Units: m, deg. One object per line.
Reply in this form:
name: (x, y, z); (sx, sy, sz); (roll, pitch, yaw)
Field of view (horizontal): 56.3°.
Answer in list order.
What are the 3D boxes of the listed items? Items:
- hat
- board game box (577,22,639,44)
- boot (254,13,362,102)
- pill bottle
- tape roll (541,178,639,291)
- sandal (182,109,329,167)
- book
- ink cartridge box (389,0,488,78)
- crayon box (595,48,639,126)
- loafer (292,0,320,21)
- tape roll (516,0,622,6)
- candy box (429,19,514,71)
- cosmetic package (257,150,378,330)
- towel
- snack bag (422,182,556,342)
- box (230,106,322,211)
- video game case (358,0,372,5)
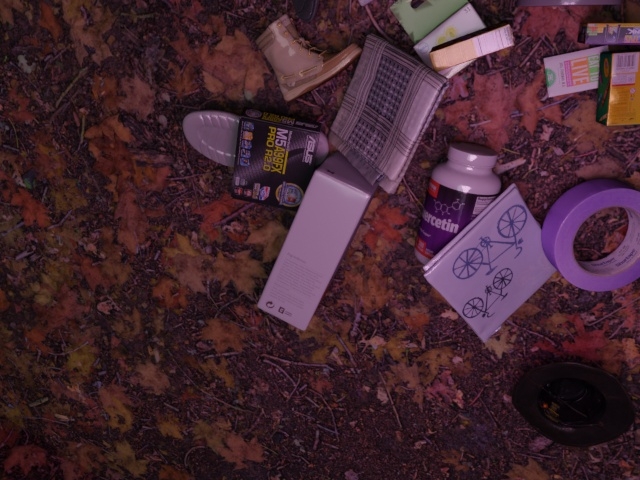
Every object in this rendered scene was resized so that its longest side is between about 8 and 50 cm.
hat: (0.718, 0.428, 1.691); (0.331, 0.134, 0.331); (17, 130, 22)
board game box: (0.681, -0.467, 1.351); (0.170, 0.141, 0.048); (6, 112, 15)
boot: (-0.036, -0.505, 1.565); (0.262, 0.095, 0.203); (-21, 103, 37)
pill bottle: (0.362, -0.085, 1.570); (0.182, 0.181, 0.322); (13, 113, 11)
tape roll: (0.707, -0.012, 1.505); (0.275, 0.090, 0.274); (-1, 112, -3)
sandal: (-0.181, -0.288, 1.703); (0.417, 0.102, 0.169); (11, 129, 1)
book: (0.624, -0.411, 1.453); (0.144, 0.035, 0.096); (-8, 104, 20)
ink cartridge box: (0.301, -0.534, 1.486); (0.171, 0.056, 0.235); (-34, 100, 25)
crayon box: (0.792, -0.357, 1.372); (0.279, 0.081, 0.165); (-2, 110, 7)
loafer: (-0.025, -0.693, 1.501); (0.096, 0.084, 0.267); (24, 136, 33)
tape roll: (0.547, -0.553, 1.313); (0.219, 0.219, 0.072); (4, 112, 15)
candy box: (0.355, -0.458, 1.410); (0.187, 0.109, 0.053); (-14, 110, 19)
cosmetic package: (0.000, 0.000, 1.684); (0.162, 0.230, 0.453); (27, 116, 5)
towel: (0.148, -0.321, 1.512); (0.312, 0.056, 0.324); (48, 127, 38)
snack bag: (0.462, 0.069, 1.559); (0.323, 0.037, 0.342); (-45, 123, 1)
box: (-0.125, -0.216, 1.646); (0.216, 0.060, 0.270); (13, 129, -2)
video game case: (0.153, -0.793, 1.439); (0.300, 0.036, 0.329); (-25, 101, 23)
